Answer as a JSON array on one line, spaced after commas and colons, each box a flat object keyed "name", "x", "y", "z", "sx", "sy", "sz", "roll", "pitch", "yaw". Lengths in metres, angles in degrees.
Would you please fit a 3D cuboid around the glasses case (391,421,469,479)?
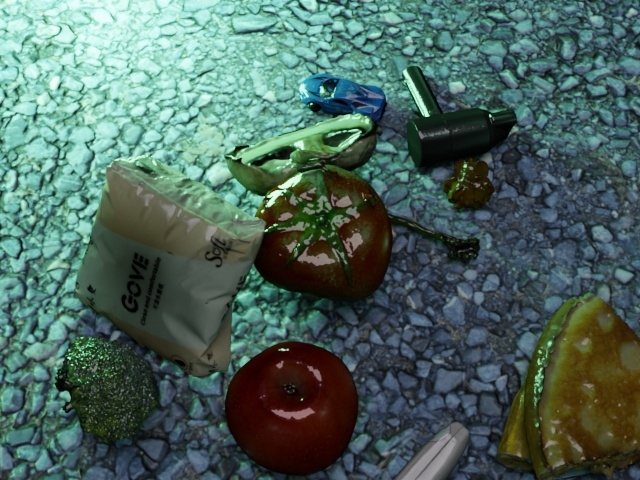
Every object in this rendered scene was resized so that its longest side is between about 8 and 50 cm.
[{"name": "glasses case", "x": 0.182, "y": 0.468, "z": 1.797, "sx": 0.075, "sy": 0.113, "sz": 0.297, "roll": 39, "pitch": 68, "yaw": 19}]

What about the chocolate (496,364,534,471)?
[{"name": "chocolate", "x": 0.414, "y": 0.350, "z": 1.887, "sx": 0.086, "sy": 0.085, "sz": 0.219, "roll": 16, "pitch": 61, "yaw": 7}]

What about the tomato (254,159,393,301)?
[{"name": "tomato", "x": 0.000, "y": 0.000, "z": 1.968, "sx": 0.304, "sy": 0.239, "sz": 0.303, "roll": 0, "pitch": 67, "yaw": 0}]

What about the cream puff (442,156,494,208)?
[{"name": "cream puff", "x": 0.341, "y": -0.130, "z": 2.131, "sx": 0.116, "sy": 0.094, "sz": 0.122, "roll": 23, "pitch": 60, "yaw": 8}]

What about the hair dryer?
[{"name": "hair dryer", "x": 0.307, "y": -0.322, "z": 2.235, "sx": 0.244, "sy": 0.116, "sz": 0.302, "roll": -12, "pitch": 56, "yaw": -10}]

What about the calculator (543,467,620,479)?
[{"name": "calculator", "x": 0.516, "y": 0.446, "z": 1.869, "sx": 0.172, "sy": 0.018, "sz": 0.057, "roll": -10, "pitch": 64, "yaw": -6}]

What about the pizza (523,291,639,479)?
[{"name": "pizza", "x": 0.599, "y": 0.346, "z": 1.870, "sx": 0.406, "sy": 0.130, "sz": 0.440, "roll": 26, "pitch": 54, "yaw": -2}]

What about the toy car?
[{"name": "toy car", "x": 0.054, "y": -0.349, "z": 2.258, "sx": 0.216, "sy": 0.063, "sz": 0.103, "roll": 17, "pitch": 64, "yaw": 8}]

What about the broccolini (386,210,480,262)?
[{"name": "broccolini", "x": 0.236, "y": -0.011, "z": 2.107, "sx": 0.254, "sy": 0.071, "sz": 0.057, "roll": 19, "pitch": 105, "yaw": 16}]

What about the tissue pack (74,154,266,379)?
[{"name": "tissue pack", "x": -0.310, "y": 0.048, "z": 1.912, "sx": 0.390, "sy": 0.375, "sz": 0.195, "roll": 27, "pitch": 25, "yaw": 16}]

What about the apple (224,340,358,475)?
[{"name": "apple", "x": -0.056, "y": 0.319, "z": 1.817, "sx": 0.260, "sy": 0.216, "sz": 0.260, "roll": 0, "pitch": 59, "yaw": 1}]

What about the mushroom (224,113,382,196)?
[{"name": "mushroom", "x": -0.035, "y": -0.179, "z": 2.089, "sx": 0.344, "sy": 0.130, "sz": 0.247, "roll": -21, "pitch": 22, "yaw": -18}]

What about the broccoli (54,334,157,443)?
[{"name": "broccoli", "x": -0.428, "y": 0.289, "z": 1.853, "sx": 0.226, "sy": 0.198, "sz": 0.176, "roll": 10, "pitch": 95, "yaw": 35}]
